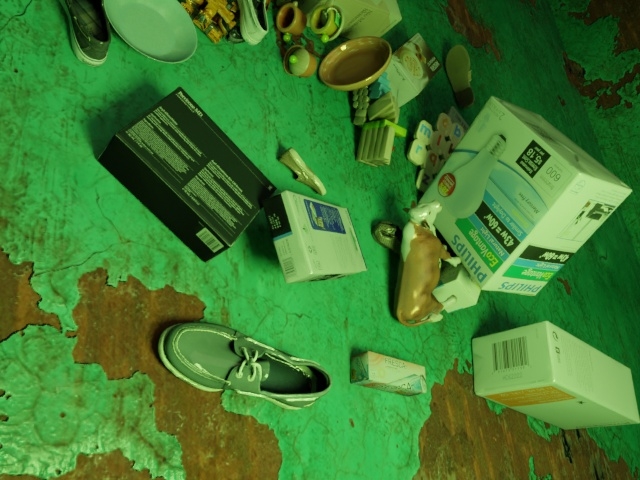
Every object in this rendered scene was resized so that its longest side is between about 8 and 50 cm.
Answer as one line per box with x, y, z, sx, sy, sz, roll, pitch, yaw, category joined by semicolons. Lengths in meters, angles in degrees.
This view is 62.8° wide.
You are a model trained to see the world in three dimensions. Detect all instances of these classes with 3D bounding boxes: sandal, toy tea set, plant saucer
0.516;-0.591;1.932;0.079;0.088;0.240;25;55;-72;sandal
-0.055;-0.575;1.285;0.124;0.200;0.336;2;74;-52;toy tea set
-0.344;-0.433;1.055;0.195;0.037;0.195;21;56;-35;plant saucer
0.093;-0.462;1.384;0.037;0.200;0.200;58;34;-49;plant saucer

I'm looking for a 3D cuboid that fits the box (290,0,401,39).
0.074;-0.675;1.491;0.311;0.148;0.121;-6;75;-43;box

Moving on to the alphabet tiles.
0.385;-0.238;1.603;0.284;0.021;0.278;30;69;-24;alphabet tiles

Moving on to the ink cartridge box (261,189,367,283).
0.000;0.000;1.090;0.332;0.065;0.165;7;63;-66;ink cartridge box

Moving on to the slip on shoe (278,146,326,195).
-0.041;-0.150;1.197;0.041;0.051;0.135;-43;114;-6;slip on shoe

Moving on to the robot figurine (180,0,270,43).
-0.213;-0.559;1.206;0.211;0.085;0.291;42;46;-19;robot figurine

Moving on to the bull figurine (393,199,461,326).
0.257;0.061;1.283;0.188;0.101;0.310;19;82;-36;bull figurine

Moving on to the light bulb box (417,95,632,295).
0.497;-0.109;1.351;0.225;0.361;0.358;8;37;-32;light bulb box

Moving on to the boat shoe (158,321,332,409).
-0.117;0.210;0.900;0.319;0.099;0.116;30;52;-30;boat shoe

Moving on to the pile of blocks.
0.168;-0.355;1.415;0.112;0.149;0.362;13;61;-39;pile of blocks

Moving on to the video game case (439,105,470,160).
0.498;-0.251;1.755;0.329;0.036;0.300;46;46;-17;video game case

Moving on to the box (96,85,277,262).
-0.233;-0.119;0.955;0.261;0.103;0.184;47;47;-15;box

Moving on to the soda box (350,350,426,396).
0.149;0.292;1.139;0.183;0.058;0.063;22;56;-34;soda box

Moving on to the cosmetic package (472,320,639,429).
0.646;0.385;1.436;0.453;0.230;0.162;26;54;-31;cosmetic package

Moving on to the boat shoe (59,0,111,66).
-0.428;-0.432;0.947;0.080;0.076;0.229;-3;72;-44;boat shoe

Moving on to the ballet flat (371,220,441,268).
0.236;0.019;1.356;0.250;0.058;0.084;32;51;-28;ballet flat

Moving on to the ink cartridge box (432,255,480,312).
0.375;0.108;1.418;0.090;0.092;0.143;49;43;-12;ink cartridge box

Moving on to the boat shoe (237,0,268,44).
-0.146;-0.523;1.145;0.066;0.063;0.184;15;66;-47;boat shoe

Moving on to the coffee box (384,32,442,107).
0.271;-0.533;1.636;0.141;0.098;0.246;51;44;-11;coffee box
